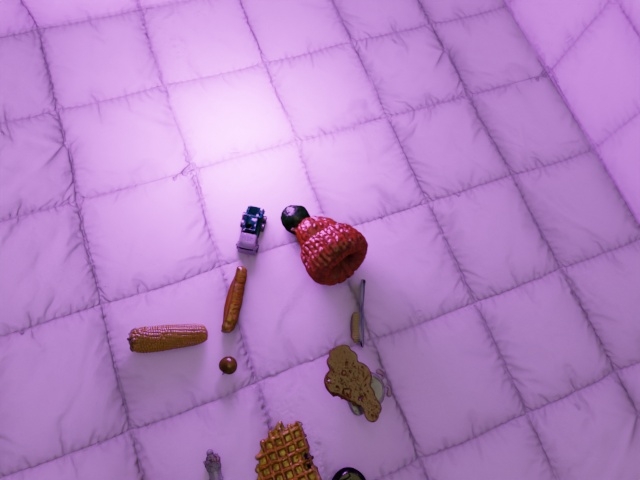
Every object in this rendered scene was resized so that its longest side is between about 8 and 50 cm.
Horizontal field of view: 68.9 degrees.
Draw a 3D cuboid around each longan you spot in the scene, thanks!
[{"bbox_3d":[-0.373,0.505,1.868,0.075,0.075,0.083,32,43,5],"label":"longan"}]

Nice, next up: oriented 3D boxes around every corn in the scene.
[{"bbox_3d":[-0.609,0.390,1.875,0.305,0.106,0.106,-4,71,-12],"label":"corn"}]

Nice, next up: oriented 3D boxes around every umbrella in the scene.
[{"bbox_3d":[-0.401,0.860,1.755,0.067,0.062,0.144,-25,74,18],"label":"umbrella"}]

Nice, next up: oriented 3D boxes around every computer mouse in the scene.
[{"bbox_3d":[0.077,0.968,1.745,0.137,0.096,0.233,42,67,3],"label":"computer mouse"}]

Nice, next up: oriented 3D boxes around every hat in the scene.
[{"bbox_3d":[0.000,0.000,2.040,0.285,0.285,0.400,-30,49,-15],"label":"hat"}]

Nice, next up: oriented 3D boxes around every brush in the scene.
[{"bbox_3d":[0.160,0.310,2.008,0.060,0.068,0.297,-3,65,16],"label":"brush"}]

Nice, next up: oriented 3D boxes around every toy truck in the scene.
[{"bbox_3d":[-0.306,-0.054,2.050,0.110,0.116,0.216,12,70,-2],"label":"toy truck"}]

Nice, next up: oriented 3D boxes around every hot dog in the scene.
[{"bbox_3d":[-0.359,0.248,1.963,0.068,0.083,0.289,20,69,-19],"label":"hot dog"}]

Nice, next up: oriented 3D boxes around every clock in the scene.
[{"bbox_3d":[0.192,0.608,1.899,0.191,0.062,0.152,-21,74,-13],"label":"clock"}]

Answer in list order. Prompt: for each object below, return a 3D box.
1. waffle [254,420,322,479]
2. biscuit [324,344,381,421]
[{"bbox_3d":[-0.113,0.850,1.766,0.283,0.065,0.310,19,73,13],"label":"waffle"},{"bbox_3d":[0.127,0.570,1.849,0.183,0.047,0.320,-40,74,-14],"label":"biscuit"}]
